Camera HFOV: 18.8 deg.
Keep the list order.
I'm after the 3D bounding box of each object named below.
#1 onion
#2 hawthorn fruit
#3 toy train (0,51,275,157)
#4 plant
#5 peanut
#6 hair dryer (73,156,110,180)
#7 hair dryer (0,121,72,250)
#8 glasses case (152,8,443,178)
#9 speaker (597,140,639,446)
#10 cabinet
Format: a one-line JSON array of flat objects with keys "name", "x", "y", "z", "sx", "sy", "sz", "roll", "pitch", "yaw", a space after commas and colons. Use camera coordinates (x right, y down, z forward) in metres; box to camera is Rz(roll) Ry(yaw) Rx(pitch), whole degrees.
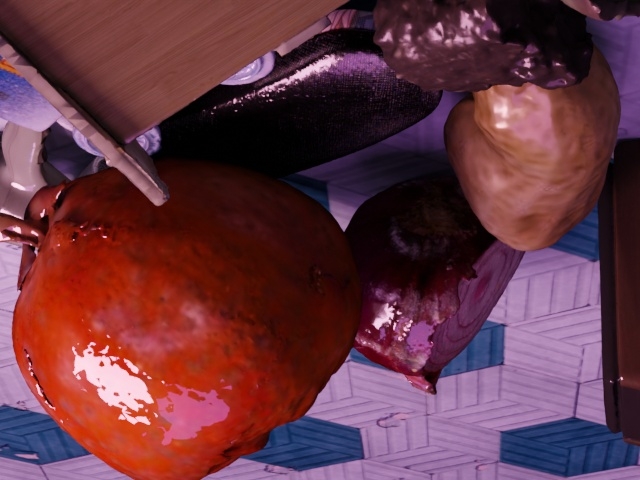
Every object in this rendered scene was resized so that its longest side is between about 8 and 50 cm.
[{"name": "onion", "x": 0.085, "y": 0.048, "z": 1.718, "sx": 0.140, "sy": 0.195, "sz": 0.218, "roll": 23, "pitch": 139, "yaw": 14}, {"name": "hawthorn fruit", "x": -0.136, "y": 0.047, "z": 1.521, "sx": 0.307, "sy": 0.276, "sz": 0.276, "roll": 31, "pitch": 146, "yaw": -14}, {"name": "toy train", "x": -0.158, "y": -0.165, "z": 1.394, "sx": 0.202, "sy": 0.131, "sz": 0.299, "roll": 21, "pitch": 148, "yaw": -28}, {"name": "plant", "x": 0.136, "y": -0.179, "z": 1.330, "sx": 0.203, "sy": 0.131, "sz": 0.142, "roll": -6, "pitch": 152, "yaw": 38}, {"name": "peanut", "x": 0.167, "y": -0.087, "z": 1.526, "sx": 0.137, "sy": 0.122, "sz": 0.253, "roll": 11, "pitch": 151, "yaw": 2}, {"name": "hair dryer", "x": -0.157, "y": -0.020, "z": 1.795, "sx": 0.183, "sy": 0.044, "sz": 0.155, "roll": 11, "pitch": 154, "yaw": -26}, {"name": "hair dryer", "x": -0.208, "y": -0.042, "z": 1.645, "sx": 0.219, "sy": 0.088, "sz": 0.225, "roll": 37, "pitch": 145, "yaw": -11}, {"name": "glasses case", "x": -0.044, "y": -0.106, "z": 1.547, "sx": 0.321, "sy": 0.082, "sz": 0.122, "roll": -17, "pitch": 149, "yaw": 39}, {"name": "speaker", "x": 0.334, "y": 0.047, "z": 1.650, "sx": 0.192, "sy": 0.231, "sz": 0.153, "roll": -1, "pitch": 153, "yaw": 9}, {"name": "cabinet", "x": -0.086, "y": -0.230, "z": 1.049, "sx": 0.290, "sy": 0.227, "sz": 0.318, "roll": -33, "pitch": 147, "yaw": 6}]
